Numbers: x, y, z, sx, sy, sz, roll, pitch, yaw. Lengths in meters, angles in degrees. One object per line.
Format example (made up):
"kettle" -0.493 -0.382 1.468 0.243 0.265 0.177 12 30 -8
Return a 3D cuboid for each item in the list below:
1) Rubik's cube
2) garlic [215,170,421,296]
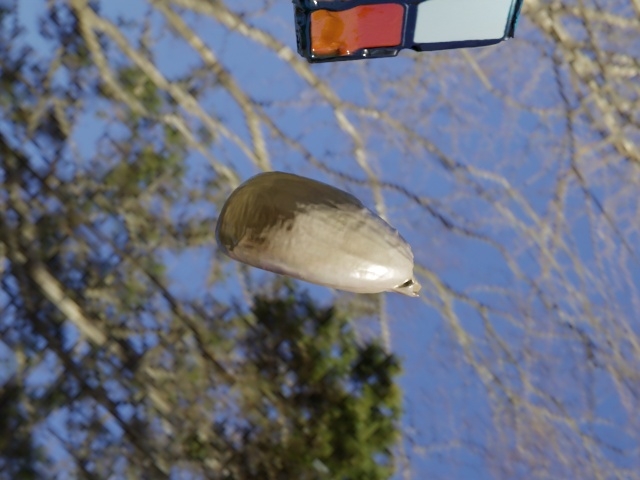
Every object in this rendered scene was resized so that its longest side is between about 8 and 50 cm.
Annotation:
"Rubik's cube" 0.061 -0.252 1.247 0.180 0.183 0.167 -6 -109 0
"garlic" -0.011 -0.006 1.371 0.195 0.101 0.087 13 -102 24
